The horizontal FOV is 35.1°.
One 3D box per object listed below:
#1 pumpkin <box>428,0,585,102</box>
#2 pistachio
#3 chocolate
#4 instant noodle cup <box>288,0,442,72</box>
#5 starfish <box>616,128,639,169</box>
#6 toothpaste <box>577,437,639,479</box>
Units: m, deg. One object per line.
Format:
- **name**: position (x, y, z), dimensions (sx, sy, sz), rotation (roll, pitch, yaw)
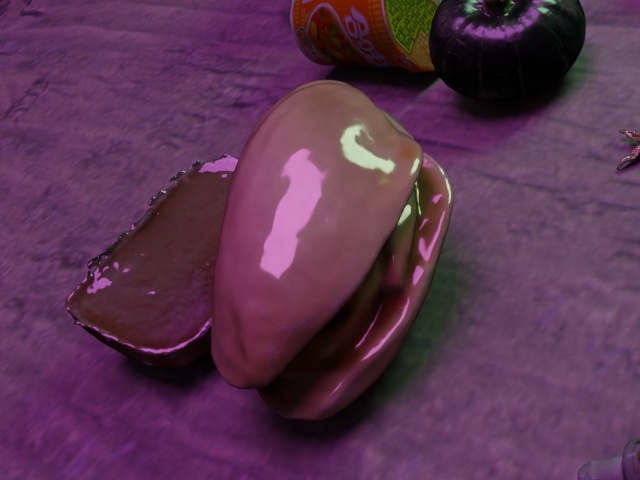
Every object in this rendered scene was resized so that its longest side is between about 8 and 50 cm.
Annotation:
- **pumpkin**: position (0.199, -0.224, 1.089), dimensions (0.167, 0.125, 0.167), rotation (-11, 31, 7)
- **pistachio**: position (0.000, 0.000, 0.871), dimensions (0.214, 0.193, 0.318), rotation (-14, 44, 41)
- **chocolate**: position (-0.119, 0.028, 1.007), dimensions (0.161, 0.083, 0.261), rotation (24, 57, 28)
- **instant noodle cup**: position (0.064, -0.278, 1.237), dimensions (0.185, 0.168, 0.168), rotation (2, 43, 47)
- **starfish**: position (0.316, -0.089, 0.931), dimensions (0.086, 0.016, 0.092), rotation (-8, 33, 28)
- **toothpaste**: position (0.272, 0.123, 0.613), dimensions (0.255, 0.037, 0.067), rotation (-24, 9, 36)
